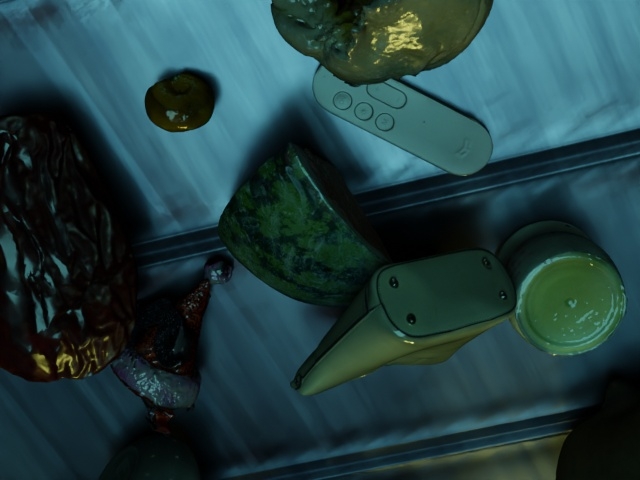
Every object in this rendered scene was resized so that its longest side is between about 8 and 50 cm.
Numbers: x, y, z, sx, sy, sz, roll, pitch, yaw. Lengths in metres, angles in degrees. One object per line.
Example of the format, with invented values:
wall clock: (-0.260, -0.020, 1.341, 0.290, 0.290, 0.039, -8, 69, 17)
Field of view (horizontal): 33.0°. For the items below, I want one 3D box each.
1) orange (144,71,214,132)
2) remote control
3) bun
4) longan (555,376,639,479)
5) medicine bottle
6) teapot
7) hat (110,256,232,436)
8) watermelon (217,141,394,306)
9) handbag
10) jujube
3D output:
orange: (-0.172, -0.165, 1.340, 0.086, 0.086, 0.062, 5, 135, 1)
remote control: (0.104, -0.157, 1.354, 0.245, 0.022, 0.077, 26, 113, -7)
bun: (0.047, -0.285, 1.192, 0.281, 0.281, 0.205, 35, 126, -11)
longan: (0.449, 0.318, 1.418, 0.300, 0.243, 0.300, -4, 80, 24)
medicine bottle: (0.299, 0.058, 1.365, 0.147, 0.143, 0.147, -1, 108, -2)
teapot: (-0.192, 0.393, 1.526, 0.251, 0.183, 0.183, 38, 110, -25)
hat: (-0.184, 0.125, 1.439, 0.129, 0.140, 0.227, 28, 98, -19)
watermelon: (0.000, 0.000, 1.360, 0.176, 0.256, 0.260, -41, 100, -28)
handbag: (0.098, 0.135, 1.363, 0.241, 0.109, 0.315, -9, 151, -28)
jujube: (-0.356, 0.005, 1.362, 0.216, 0.216, 0.342, -9, 106, 7)
